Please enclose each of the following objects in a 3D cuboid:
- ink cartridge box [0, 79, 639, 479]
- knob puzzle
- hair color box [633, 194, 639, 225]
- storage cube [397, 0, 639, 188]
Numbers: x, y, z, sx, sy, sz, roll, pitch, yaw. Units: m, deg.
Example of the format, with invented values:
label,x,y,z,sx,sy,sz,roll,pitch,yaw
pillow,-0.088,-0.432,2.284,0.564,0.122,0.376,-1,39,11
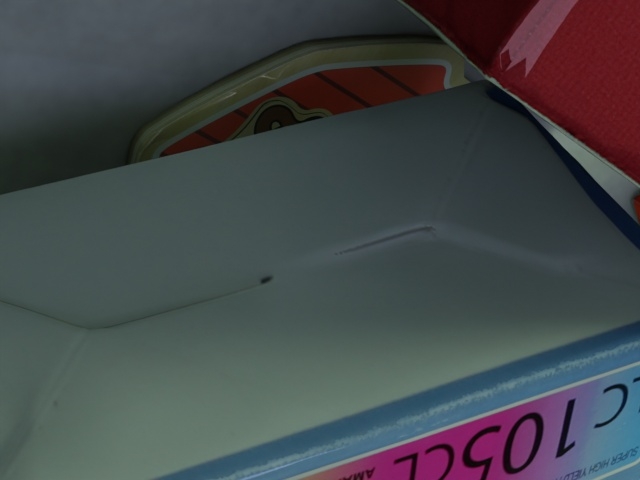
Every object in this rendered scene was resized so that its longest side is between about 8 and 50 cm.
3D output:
label,x,y,z,sx,sy,sz,roll,pitch,yaw
ink cartridge box,-0.032,0.153,0.660,0.270,0.151,0.395,-15,138,-22
knob puzzle,0.000,0.000,0.678,0.213,0.030,0.213,-17,129,-22
hair color box,0.206,0.018,0.814,0.072,0.043,0.141,-34,134,-9
storage cube,0.142,-0.116,0.562,0.215,0.183,0.193,32,101,-31
